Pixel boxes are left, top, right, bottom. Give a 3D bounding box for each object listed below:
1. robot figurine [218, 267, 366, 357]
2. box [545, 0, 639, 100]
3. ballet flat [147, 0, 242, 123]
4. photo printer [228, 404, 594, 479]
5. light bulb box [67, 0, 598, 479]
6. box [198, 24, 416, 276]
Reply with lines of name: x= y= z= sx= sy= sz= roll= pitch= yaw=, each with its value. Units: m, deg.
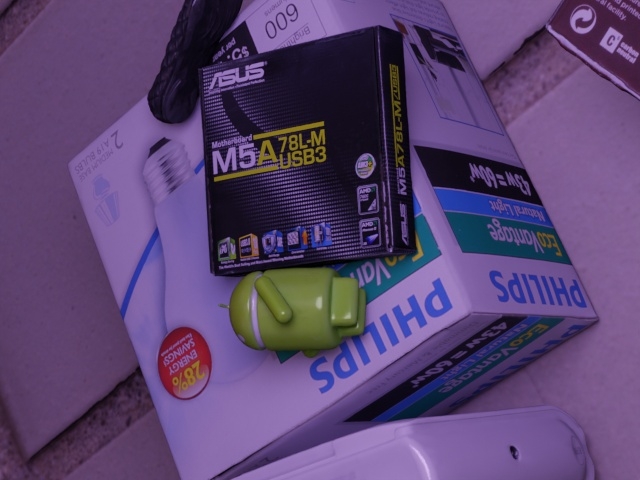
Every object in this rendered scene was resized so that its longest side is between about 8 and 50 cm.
robot figurine: x=-0.022 y=0.056 z=1.215 sx=0.115 sy=0.101 sz=0.067 roll=-2 pitch=70 yaw=15
box: x=0.362 y=-0.276 z=1.150 sx=0.143 sy=0.191 sz=0.381 roll=43 pitch=114 yaw=31
ballet flat: x=-0.114 y=-0.185 z=1.323 sx=0.049 sy=0.057 sz=0.173 roll=36 pitch=106 yaw=42
photo printer: x=0.073 y=0.221 z=1.275 sx=0.256 sy=0.307 sz=0.107 roll=-25 pitch=74 yaw=32
light bulb box: x=0.000 y=0.000 z=1.398 sx=0.358 sy=0.225 sz=0.361 roll=-37 pitch=65 yaw=31
box: x=-0.014 y=-0.069 z=1.242 sx=0.190 sy=0.045 sz=0.184 roll=-7 pitch=84 yaw=35
